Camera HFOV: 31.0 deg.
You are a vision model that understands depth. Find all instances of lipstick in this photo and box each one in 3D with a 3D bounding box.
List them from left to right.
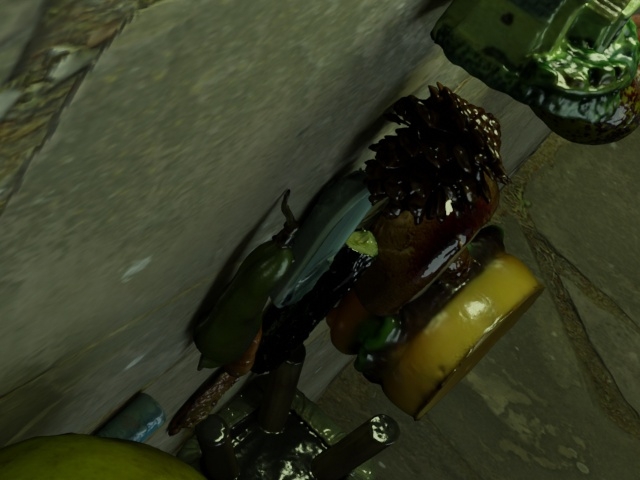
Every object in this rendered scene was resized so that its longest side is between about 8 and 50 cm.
[{"bbox_3d":[-0.254,0.248,1.369,0.158,0.048,0.048,-42,170,-28],"label":"lipstick"}]

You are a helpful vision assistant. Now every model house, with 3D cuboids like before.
[{"bbox_3d":[0.241,-0.243,1.082,0.214,0.195,0.189,-40,162,-47],"label":"model house"}]

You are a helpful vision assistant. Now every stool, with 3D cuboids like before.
[{"bbox_3d":[-0.057,0.378,2.021,0.310,0.310,0.226,-44,171,-32],"label":"stool"}]

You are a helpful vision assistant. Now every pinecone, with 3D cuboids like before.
[{"bbox_3d":[0.126,-0.092,1.301,0.173,0.173,0.173,-45,171,-9],"label":"pinecone"}]

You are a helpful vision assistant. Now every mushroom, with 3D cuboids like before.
[{"bbox_3d":[0.164,-0.007,1.837,0.297,0.163,0.278,-46,163,-4],"label":"mushroom"}]

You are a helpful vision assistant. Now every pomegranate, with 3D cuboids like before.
[{"bbox_3d":[0.427,-0.262,1.721,0.248,0.214,0.214,-37,176,29],"label":"pomegranate"}]

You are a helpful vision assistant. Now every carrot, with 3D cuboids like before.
[{"bbox_3d":[-0.105,0.143,1.610,0.047,0.047,0.191,-42,169,-28],"label":"carrot"}]

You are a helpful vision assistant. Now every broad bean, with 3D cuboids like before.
[{"bbox_3d":[-0.087,0.073,1.302,0.075,0.067,0.325,-50,177,-40],"label":"broad bean"}]

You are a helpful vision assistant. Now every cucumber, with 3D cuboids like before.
[{"bbox_3d":[-0.028,0.099,1.673,0.303,0.072,0.081,-51,171,29],"label":"cucumber"}]

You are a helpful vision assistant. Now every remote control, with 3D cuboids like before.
[{"bbox_3d":[0.000,0.000,1.432,0.104,0.052,0.247,-36,167,-43],"label":"remote control"}]

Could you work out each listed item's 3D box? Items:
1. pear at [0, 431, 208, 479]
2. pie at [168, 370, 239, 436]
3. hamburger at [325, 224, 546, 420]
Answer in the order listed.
[{"bbox_3d":[-0.219,0.329,0.995,0.352,0.352,0.413,-49,174,14],"label":"pear"},{"bbox_3d":[-0.174,0.242,1.771,0.191,0.033,0.088,-47,167,5],"label":"pie"},{"bbox_3d":[0.207,0.116,2.168,0.396,0.277,0.396,-43,168,-11],"label":"hamburger"}]
